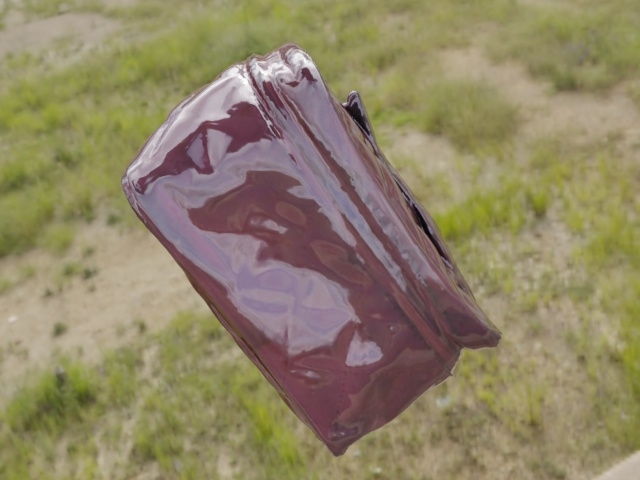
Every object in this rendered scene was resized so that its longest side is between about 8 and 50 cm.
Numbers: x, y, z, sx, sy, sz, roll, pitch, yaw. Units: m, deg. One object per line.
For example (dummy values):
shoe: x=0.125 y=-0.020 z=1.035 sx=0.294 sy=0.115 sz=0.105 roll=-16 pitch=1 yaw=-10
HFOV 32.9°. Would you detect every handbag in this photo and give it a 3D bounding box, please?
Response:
handbag: x=0.000 y=0.000 z=0.635 sx=0.135 sy=0.225 sz=0.146 roll=-35 pitch=12 yaw=6
